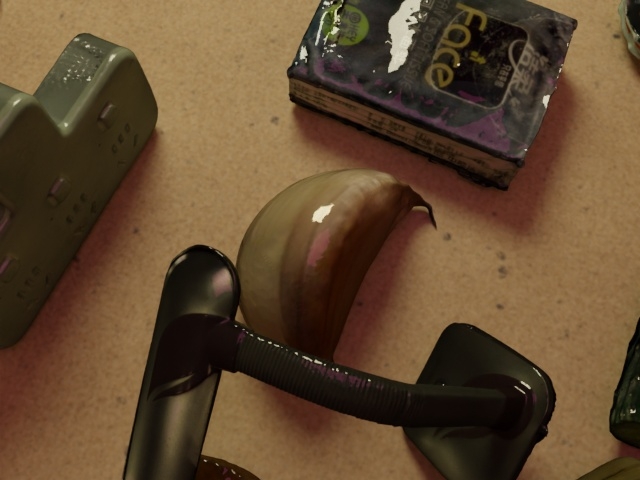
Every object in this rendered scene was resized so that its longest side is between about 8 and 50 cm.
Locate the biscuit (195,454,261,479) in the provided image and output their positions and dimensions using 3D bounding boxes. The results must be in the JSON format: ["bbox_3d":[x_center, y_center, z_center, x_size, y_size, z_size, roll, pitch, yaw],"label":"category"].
[{"bbox_3d":[-0.149,0.369,0.492,0.283,0.064,0.432,37,73,17],"label":"biscuit"}]

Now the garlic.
[{"bbox_3d":[0.003,-0.001,0.598,0.128,0.115,0.207,34,71,16],"label":"garlic"}]

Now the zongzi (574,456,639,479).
[{"bbox_3d":[0.197,0.309,0.511,0.228,0.115,0.256,-17,87,-18],"label":"zongzi"}]

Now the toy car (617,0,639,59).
[{"bbox_3d":[0.403,-0.225,0.714,0.204,0.056,0.096,-5,72,-7],"label":"toy car"}]

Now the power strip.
[{"bbox_3d":[-0.229,-0.051,0.564,0.059,0.194,0.265,24,73,9],"label":"power strip"}]

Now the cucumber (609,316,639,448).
[{"bbox_3d":[0.303,0.074,0.614,0.078,0.062,0.212,35,64,-26],"label":"cucumber"}]

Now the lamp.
[{"bbox_3d":[0.011,0.142,0.507,0.283,0.124,0.203,16,104,-26],"label":"lamp"}]

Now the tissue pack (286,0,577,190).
[{"bbox_3d":[0.105,-0.171,0.678,0.235,0.073,0.174,24,74,7],"label":"tissue pack"}]
